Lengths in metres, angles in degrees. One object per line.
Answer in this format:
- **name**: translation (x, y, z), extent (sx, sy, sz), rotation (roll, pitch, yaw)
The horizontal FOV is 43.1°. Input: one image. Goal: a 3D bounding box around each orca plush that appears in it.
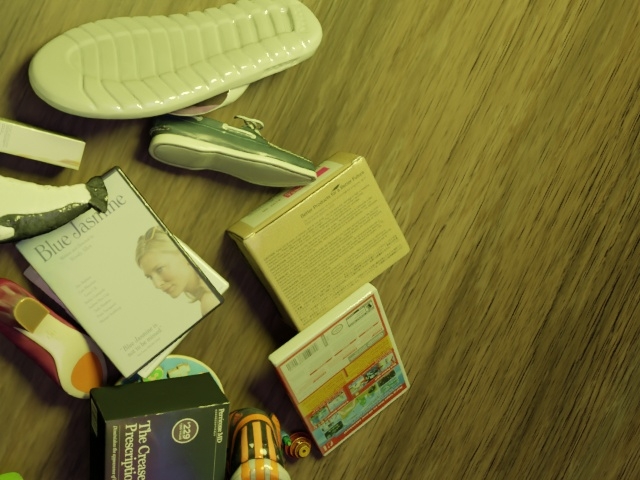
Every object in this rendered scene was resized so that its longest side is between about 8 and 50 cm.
- **orca plush**: translation (-0.432, -0.043, 1.076), extent (0.287, 0.102, 0.151), rotation (-15, 68, -25)

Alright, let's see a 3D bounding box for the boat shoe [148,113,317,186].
- **boat shoe**: translation (-0.124, -0.136, 1.191), extent (0.255, 0.095, 0.079), rotation (10, 68, -17)

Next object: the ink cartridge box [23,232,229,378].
- **ink cartridge box**: translation (-0.280, 0.058, 1.197), extent (0.232, 0.066, 0.189), rotation (43, 81, -7)

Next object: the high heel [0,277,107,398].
- **high heel**: translation (-0.399, 0.142, 1.156), extent (0.082, 0.117, 0.244), rotation (-58, 143, -21)

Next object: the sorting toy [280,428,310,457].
- **sorting toy**: translation (-0.059, 0.357, 1.383), extent (0.102, 0.042, 0.061), rotation (-16, 110, -23)

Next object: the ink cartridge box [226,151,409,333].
- **ink cartridge box**: translation (0.000, 0.000, 1.293), extent (0.235, 0.088, 0.193), rotation (-35, 115, -14)

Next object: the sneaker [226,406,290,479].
- **sneaker**: translation (-0.100, 0.394, 1.313), extent (0.125, 0.180, 0.321), rotation (3, 128, -10)

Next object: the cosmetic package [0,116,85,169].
- **cosmetic package**: translation (-0.379, -0.130, 1.080), extent (0.115, 0.060, 0.041), rotation (14, 98, -28)

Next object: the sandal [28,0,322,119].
- **sandal**: translation (-0.183, -0.233, 1.124), extent (0.416, 0.169, 0.102), rotation (-18, 151, -23)

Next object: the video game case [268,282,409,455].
- **video game case**: translation (0.041, 0.223, 1.359), extent (0.204, 0.025, 0.285), rotation (-36, 135, -15)

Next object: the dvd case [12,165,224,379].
- **dvd case**: translation (-0.282, 0.045, 1.155), extent (0.180, 0.022, 0.253), rotation (-39, 99, -13)

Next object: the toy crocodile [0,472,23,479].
- **toy crocodile**: translation (-0.563, 0.403, 1.099), extent (0.341, 0.105, 0.115), rotation (-11, 108, -24)

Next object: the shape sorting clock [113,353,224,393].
- **shape sorting clock**: translation (-0.243, 0.278, 1.268), extent (0.206, 0.040, 0.206), rotation (-7, 107, -25)

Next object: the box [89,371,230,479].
- **box**: translation (-0.243, 0.343, 1.211), extent (0.184, 0.103, 0.261), rotation (-5, 112, -29)
